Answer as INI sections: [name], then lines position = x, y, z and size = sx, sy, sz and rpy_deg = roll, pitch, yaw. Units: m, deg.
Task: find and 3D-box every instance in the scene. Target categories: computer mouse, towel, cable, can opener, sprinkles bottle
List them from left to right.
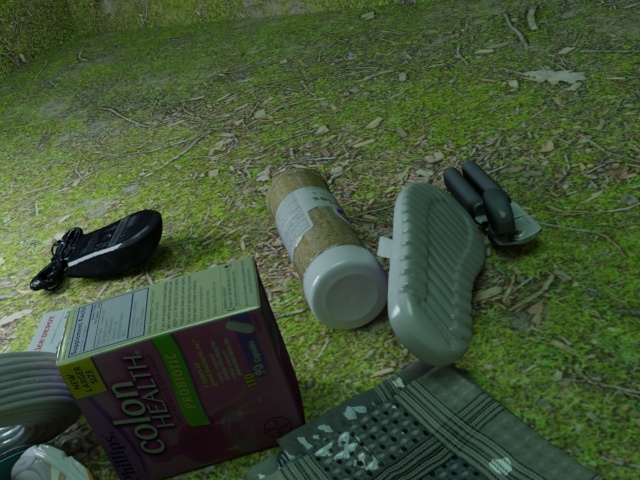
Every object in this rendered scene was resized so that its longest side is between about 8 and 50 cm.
[cable]
position = -0.431, 0.223, 0.947
size = 0.257, 0.257, 0.089
rpy_deg = -19, 69, -15
[computer mouse]
position = -0.401, 0.020, 1.424
size = 0.272, 0.072, 0.188
rpy_deg = -17, 31, 22
[sprinkles bottle]
position = 0.000, 0.000, 1.216
size = 0.121, 0.121, 0.355
rpy_deg = -19, 31, -6
[towel]
position = 0.103, 0.263, 0.815
size = 0.312, 0.056, 0.324
rpy_deg = -28, 33, -20
[can opener]
position = 0.278, -0.072, 1.245
size = 0.074, 0.093, 0.280
rpy_deg = -18, 27, -2

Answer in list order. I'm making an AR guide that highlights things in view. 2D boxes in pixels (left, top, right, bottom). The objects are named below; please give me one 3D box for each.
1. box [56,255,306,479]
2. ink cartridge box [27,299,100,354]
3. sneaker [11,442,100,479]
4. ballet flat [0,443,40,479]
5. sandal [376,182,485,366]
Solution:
[box]
position = -0.164, 0.165, 0.937
size = 0.243, 0.213, 0.117
rpy_deg = -15, 31, 0
[ink cartridge box]
position = -0.327, 0.162, 1.136
size = 0.209, 0.086, 0.153
rpy_deg = -14, 31, 4
[sneaker]
position = -0.293, 0.324, 0.862
size = 0.263, 0.099, 0.121
rpy_deg = 10, 44, 37
[ballet flat]
position = -0.434, 0.326, 0.954
size = 0.070, 0.070, 0.188
rpy_deg = 13, 38, 39
[sandal]
position = 0.141, 0.036, 1.079
size = 0.102, 0.169, 0.416
rpy_deg = -41, 10, 28
